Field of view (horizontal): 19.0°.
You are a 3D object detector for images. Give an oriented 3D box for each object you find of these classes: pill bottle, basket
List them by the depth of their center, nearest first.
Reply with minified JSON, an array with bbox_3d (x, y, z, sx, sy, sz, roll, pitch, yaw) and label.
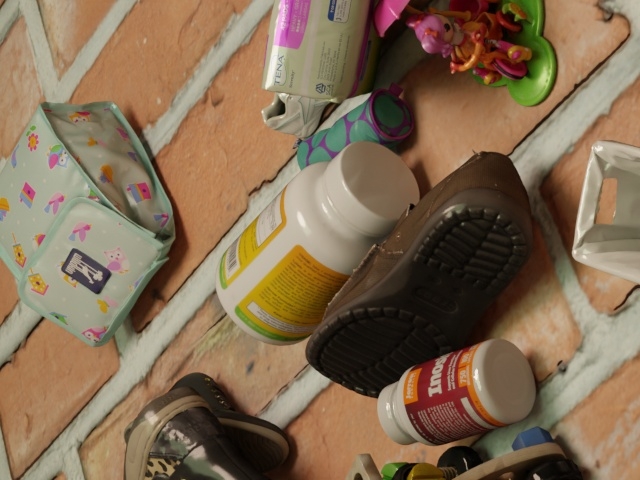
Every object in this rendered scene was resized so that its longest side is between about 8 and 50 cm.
[{"bbox_3d":[0.315,-0.017,1.652,0.167,0.103,0.113,23,106,54],"label":"basket"},{"bbox_3d":[0.131,0.156,1.895,0.152,0.086,0.086,-24,68,41],"label":"pill bottle"},{"bbox_3d":[0.000,0.000,2.072,0.245,0.136,0.136,-45,52,43],"label":"pill bottle"}]

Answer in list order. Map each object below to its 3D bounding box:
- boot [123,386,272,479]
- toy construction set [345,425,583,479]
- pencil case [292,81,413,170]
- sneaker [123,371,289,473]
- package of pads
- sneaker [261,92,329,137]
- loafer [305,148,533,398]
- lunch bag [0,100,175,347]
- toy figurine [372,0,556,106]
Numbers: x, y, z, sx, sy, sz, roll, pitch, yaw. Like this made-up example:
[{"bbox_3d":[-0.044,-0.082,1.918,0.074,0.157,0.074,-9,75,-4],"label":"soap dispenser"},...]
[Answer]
[{"bbox_3d":[-0.097,0.379,2.163,0.284,0.138,0.377,35,133,36],"label":"boot"},{"bbox_3d":[0.108,0.329,1.799,0.257,0.237,0.308,-34,61,49],"label":"toy construction set"},{"bbox_3d":[0.036,-0.112,2.094,0.152,0.064,0.070,-30,34,49],"label":"pencil case"},{"bbox_3d":[-0.118,0.209,2.278,0.222,0.118,0.083,3,126,30],"label":"sneaker"},{"bbox_3d":[0.016,-0.265,1.978,0.296,0.101,0.229,-45,-36,-82],"label":"package of pads"},{"bbox_3d":[-0.013,-0.175,2.175,0.152,0.061,0.053,-55,44,35],"label":"sneaker"},{"bbox_3d":[0.112,0.039,1.947,0.366,0.134,0.130,-45,18,45],"label":"loafer"},{"bbox_3d":[-0.308,-0.018,2.504,0.262,0.160,0.223,56,128,27],"label":"lunch bag"},{"bbox_3d":[0.129,-0.208,1.888,0.130,0.159,0.173,-57,45,36],"label":"toy figurine"}]
